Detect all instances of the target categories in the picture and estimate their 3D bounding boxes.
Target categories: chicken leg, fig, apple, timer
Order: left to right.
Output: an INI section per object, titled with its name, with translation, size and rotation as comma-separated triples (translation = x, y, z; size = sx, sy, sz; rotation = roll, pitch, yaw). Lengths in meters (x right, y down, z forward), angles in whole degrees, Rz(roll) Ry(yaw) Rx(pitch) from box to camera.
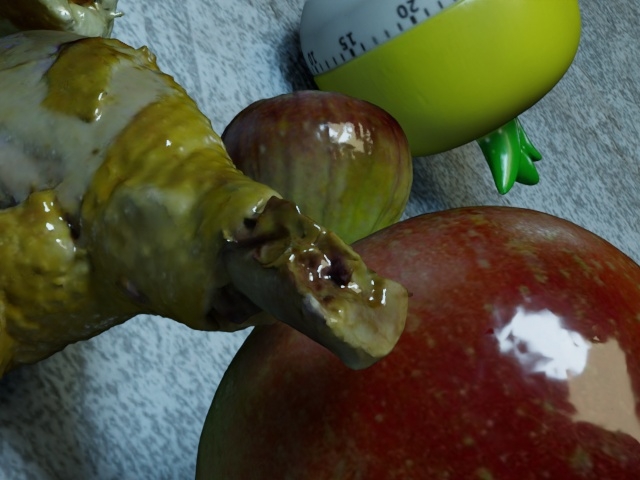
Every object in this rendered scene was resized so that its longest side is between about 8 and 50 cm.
[chicken leg]
translation = -0.137, 0.013, 0.847
size = 0.295, 0.409, 0.182
rotation = -34, 129, -31
[fig]
translation = 0.000, -0.007, 1.194
size = 0.143, 0.160, 0.231
rotation = -83, 167, -82
[timer]
translation = 0.138, -0.163, 1.412
size = 0.285, 0.285, 0.285
rotation = 34, 35, -28
[apple]
translation = 0.094, 0.158, 0.912
size = 0.348, 0.348, 0.277
rotation = 13, 34, -47

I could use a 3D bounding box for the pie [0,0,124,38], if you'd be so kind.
[pie]
translation = -0.234, -0.184, 1.026
size = 0.205, 0.179, 0.084
rotation = 40, 62, -20
